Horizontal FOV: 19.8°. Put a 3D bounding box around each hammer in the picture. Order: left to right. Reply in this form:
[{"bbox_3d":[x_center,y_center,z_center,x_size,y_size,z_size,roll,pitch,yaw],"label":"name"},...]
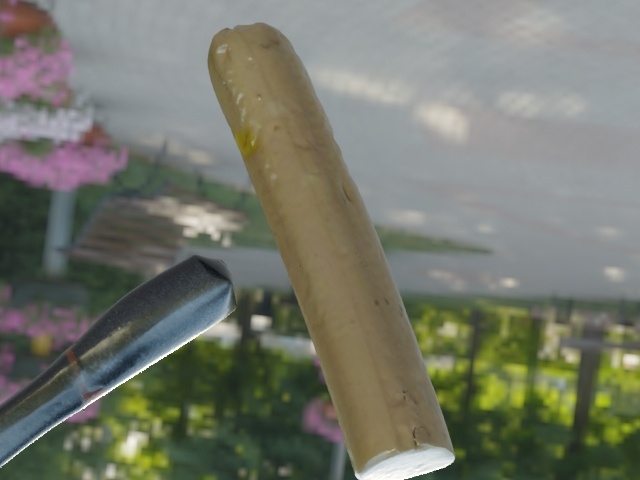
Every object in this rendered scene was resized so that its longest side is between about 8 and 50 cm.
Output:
[{"bbox_3d":[-0.169,0.106,1.118,0.290,0.137,0.037,-35,-165,-8],"label":"hammer"}]

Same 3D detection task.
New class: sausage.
[{"bbox_3d":[0.001,0.001,1.082,0.066,0.301,0.066,-17,159,-7],"label":"sausage"}]
